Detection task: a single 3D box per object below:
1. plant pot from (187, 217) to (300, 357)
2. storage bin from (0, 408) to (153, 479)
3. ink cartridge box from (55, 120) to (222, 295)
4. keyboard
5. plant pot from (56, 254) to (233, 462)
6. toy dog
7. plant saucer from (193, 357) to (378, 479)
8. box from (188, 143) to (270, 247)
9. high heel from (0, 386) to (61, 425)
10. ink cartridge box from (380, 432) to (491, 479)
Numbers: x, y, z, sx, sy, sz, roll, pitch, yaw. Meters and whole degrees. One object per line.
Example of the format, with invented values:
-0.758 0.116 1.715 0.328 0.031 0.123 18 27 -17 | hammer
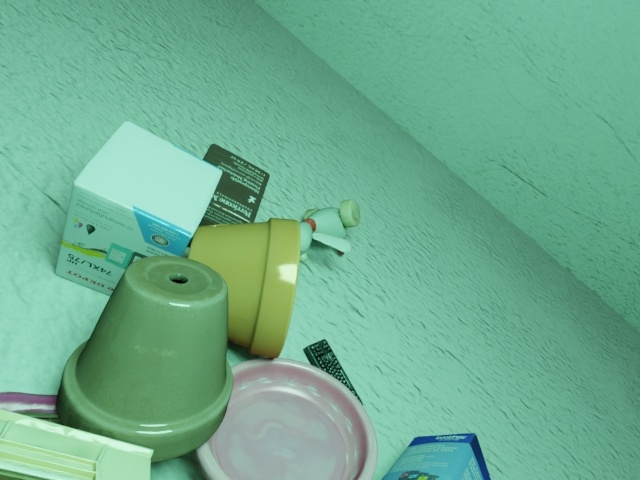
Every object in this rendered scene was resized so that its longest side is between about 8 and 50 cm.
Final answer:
-0.169 0.086 0.870 0.203 0.291 0.291 9 46 -11 | plant pot
-0.357 0.347 0.451 0.260 0.123 0.263 26 83 -19 | storage bin
-0.351 -0.036 0.813 0.198 0.270 0.197 26 42 -17 | ink cartridge box
0.024 0.323 0.983 0.108 0.023 0.180 -11 61 -45 | keyboard
-0.247 0.155 0.650 0.262 0.230 0.263 17 19 -6 | plant pot
0.000 0.000 1.165 0.333 0.220 0.161 -27 104 -42 | toy dog
-0.064 0.354 0.755 0.331 0.084 0.332 14 24 -6 | plant saucer
-0.248 -0.091 1.032 0.168 0.167 0.203 27 41 -17 | box
-0.425 0.279 0.606 0.117 0.082 0.244 46 24 22 | high heel
0.224 0.536 0.753 0.395 0.151 0.270 -4 76 -58 | ink cartridge box
